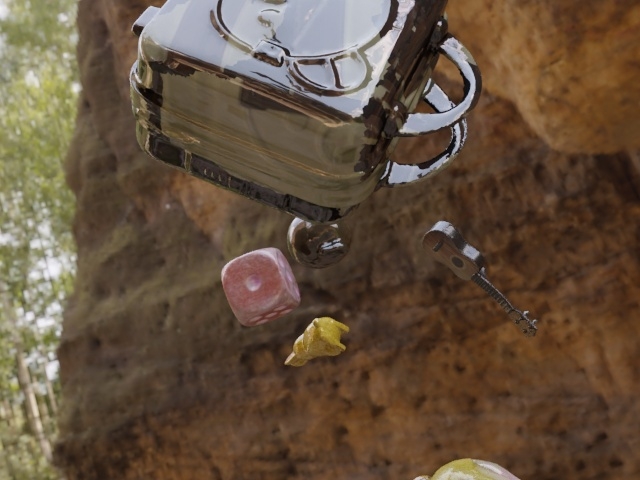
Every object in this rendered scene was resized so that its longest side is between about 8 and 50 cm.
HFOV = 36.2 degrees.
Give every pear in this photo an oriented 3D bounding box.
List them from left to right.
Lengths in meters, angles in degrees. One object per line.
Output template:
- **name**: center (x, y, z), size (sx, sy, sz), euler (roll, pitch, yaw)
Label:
- **pear**: center (0.235, 0.410, 1.482), size (0.178, 0.178, 0.178), euler (-18, -20, -7)

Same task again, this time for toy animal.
- **toy animal**: center (-0.022, 0.203, 1.913), size (0.083, 0.070, 0.159), euler (31, -40, -21)

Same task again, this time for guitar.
- **guitar**: center (0.300, 0.072, 1.794), size (0.038, 0.271, 0.084), euler (-42, -10, -30)

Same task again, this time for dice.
- **dice**: center (-0.087, 0.069, 1.444), size (0.094, 0.093, 0.091), euler (-22, -14, 6)

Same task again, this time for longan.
- **longan**: center (0.000, 0.000, 1.556), size (0.106, 0.119, 0.106), euler (-11, -66, -26)

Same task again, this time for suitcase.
- **suitcase**: center (0.000, -0.175, 1.047), size (0.339, 0.352, 0.194), euler (22, -41, 5)

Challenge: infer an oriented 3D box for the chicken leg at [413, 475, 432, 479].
- **chicken leg**: center (0.252, 0.592, 2.087), size (0.085, 0.207, 0.101), euler (-35, 8, -7)
